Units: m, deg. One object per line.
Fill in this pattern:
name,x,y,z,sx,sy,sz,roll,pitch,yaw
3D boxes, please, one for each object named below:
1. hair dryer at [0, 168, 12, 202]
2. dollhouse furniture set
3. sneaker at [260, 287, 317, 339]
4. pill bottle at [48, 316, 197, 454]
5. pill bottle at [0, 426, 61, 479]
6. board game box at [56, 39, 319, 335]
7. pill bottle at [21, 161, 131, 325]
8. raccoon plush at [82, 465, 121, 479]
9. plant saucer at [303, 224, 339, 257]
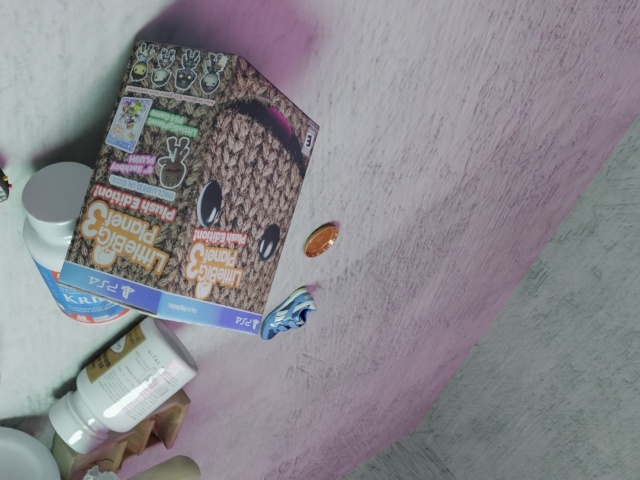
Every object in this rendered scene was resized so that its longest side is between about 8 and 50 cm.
hair dryer,-0.419,-0.078,0.701,0.224,0.080,0.293,-29,152,-23
dollhouse furniture set,-0.298,0.499,1.413,0.256,0.394,0.362,-18,146,-40
sneaker,-0.068,0.167,1.602,0.144,0.059,0.053,-45,157,8
pill bottle,-0.334,0.246,1.270,0.229,0.131,0.131,-40,155,-4
pill bottle,-0.576,0.475,1.225,0.188,0.188,0.334,1,132,-55
board game box,-0.144,-0.052,0.905,0.232,0.141,0.291,26,79,-65
pill bottle,-0.299,0.006,0.950,0.124,0.124,0.221,-32,153,-20
raccoon plush,-0.472,0.573,1.178,0.299,0.216,0.446,-30,132,-49
plant saucer,0.000,0.000,1.487,0.083,0.013,0.083,-33,153,-19
